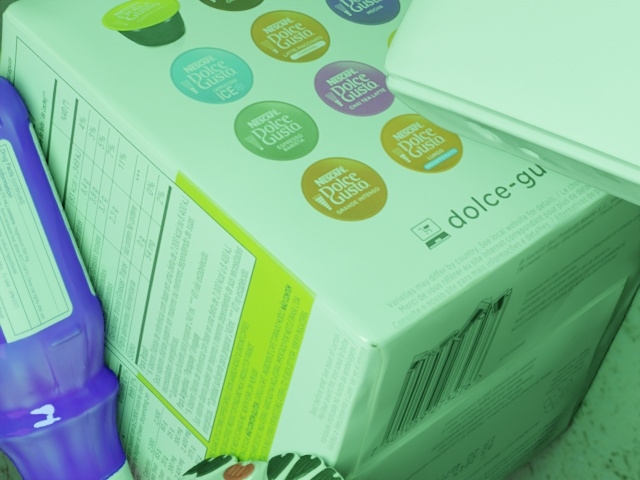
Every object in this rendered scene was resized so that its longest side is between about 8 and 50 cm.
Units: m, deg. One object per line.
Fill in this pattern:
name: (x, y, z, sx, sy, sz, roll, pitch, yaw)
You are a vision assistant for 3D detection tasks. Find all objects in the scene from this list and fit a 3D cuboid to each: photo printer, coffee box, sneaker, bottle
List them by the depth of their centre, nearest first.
photo printer: (0.202, -0.170, 0.841, 0.256, 0.107, 0.308, 27, 88, 40)
sneaker: (-0.027, 0.167, 0.946, 0.071, 0.068, 0.170, 53, 154, -20)
bottle: (-0.194, 0.040, 1.014, 0.118, 0.092, 0.283, 1, 114, 53)
coffee box: (0.000, 0.000, 1.120, 0.334, 0.337, 0.338, 42, 141, 24)
